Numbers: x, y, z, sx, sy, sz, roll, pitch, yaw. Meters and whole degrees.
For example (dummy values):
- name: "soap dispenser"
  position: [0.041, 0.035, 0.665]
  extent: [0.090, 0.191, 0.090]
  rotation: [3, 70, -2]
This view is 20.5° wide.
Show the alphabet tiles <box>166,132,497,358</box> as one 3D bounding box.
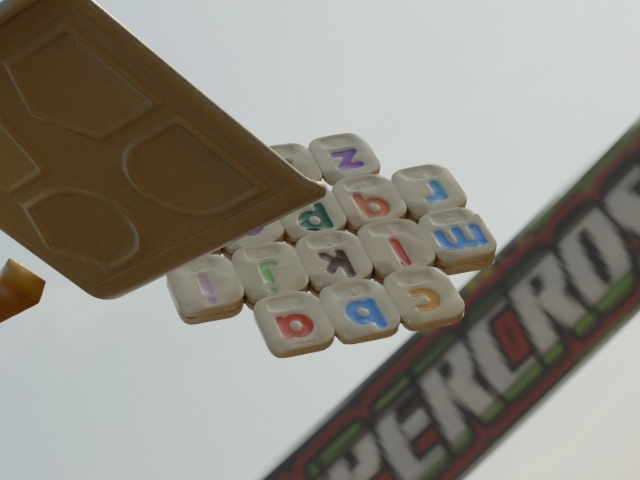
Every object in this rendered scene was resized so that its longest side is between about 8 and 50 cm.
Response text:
- name: "alphabet tiles"
  position: [0.000, 0.000, 1.529]
  extent: [0.284, 0.278, 0.021]
  rotation: [-10, -51, -16]

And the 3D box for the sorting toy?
- name: "sorting toy"
  position: [-0.174, -0.042, 1.102]
  extent: [0.307, 0.229, 0.041]
  rotation: [-25, 41, 41]
